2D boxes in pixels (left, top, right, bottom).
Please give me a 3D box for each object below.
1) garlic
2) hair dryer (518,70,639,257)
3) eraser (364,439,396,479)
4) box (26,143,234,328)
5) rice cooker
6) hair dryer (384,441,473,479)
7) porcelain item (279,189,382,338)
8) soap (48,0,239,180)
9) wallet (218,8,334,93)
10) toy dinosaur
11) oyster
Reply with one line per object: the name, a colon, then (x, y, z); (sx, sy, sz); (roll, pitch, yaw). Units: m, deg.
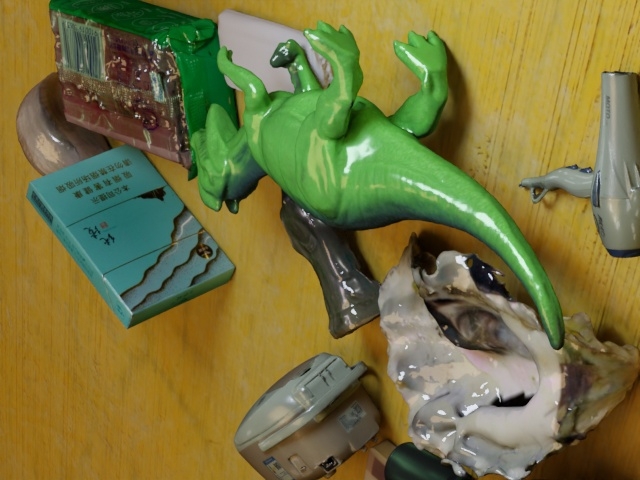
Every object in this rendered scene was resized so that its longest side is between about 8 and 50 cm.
garlic: (-0.338, -0.132, 2.380); (0.196, 0.101, 0.087); (53, 143, 17)
hair dryer: (0.246, -0.089, 1.667); (0.199, 0.067, 0.167); (-140, 48, -56)
eraser: (0.081, 0.290, 2.138); (0.065, 0.026, 0.105); (35, 136, 33)
box: (-0.236, -0.011, 2.262); (0.229, 0.162, 0.041); (51, 144, 22)
rice cooker: (-0.014, 0.214, 2.119); (0.127, 0.145, 0.206); (53, 143, -3)
hair dryer: (0.136, 0.327, 2.076); (0.100, 0.057, 0.198); (27, 139, 44)
porcelain item: (0.000, 0.000, 2.026); (0.216, 0.069, 0.081); (62, 159, 3)
soap: (-0.221, -0.204, 2.175); (0.273, 0.098, 0.218); (21, 127, 46)
wallet: (-0.049, -0.195, 2.003); (0.190, 0.033, 0.095); (25, 131, 45)
toy dinosaur: (0.024, -0.015, 1.834); (0.374, 0.144, 0.500); (-51, 55, 44)
oyster: (0.173, 0.115, 1.832); (0.351, 0.114, 0.238); (2, 103, 49)
